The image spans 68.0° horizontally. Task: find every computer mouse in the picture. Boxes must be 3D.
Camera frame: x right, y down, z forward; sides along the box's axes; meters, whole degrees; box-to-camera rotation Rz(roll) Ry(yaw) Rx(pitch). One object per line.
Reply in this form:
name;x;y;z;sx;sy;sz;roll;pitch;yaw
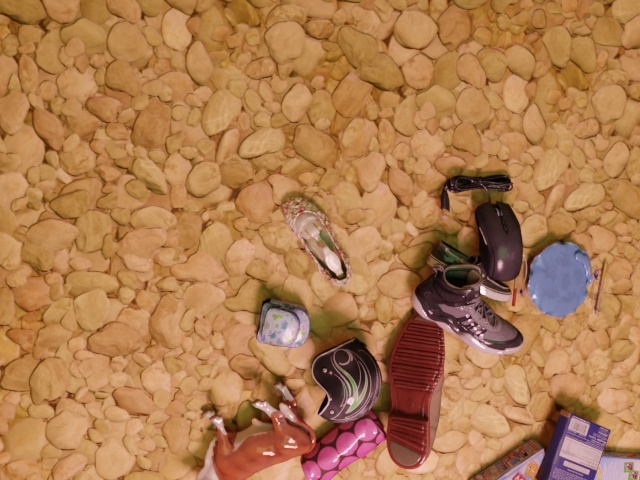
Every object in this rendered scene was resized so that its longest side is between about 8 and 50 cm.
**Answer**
computer mouse;0.370;-0.041;1.078;0.184;0.060;0.262;3;73;-4

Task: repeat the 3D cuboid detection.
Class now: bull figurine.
bull figurine;-0.170;0.461;1.077;0.310;0.101;0.189;-22;94;-3

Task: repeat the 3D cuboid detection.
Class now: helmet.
helmet;0.055;0.317;1.060;0.169;0.169;0.162;-25;79;-3

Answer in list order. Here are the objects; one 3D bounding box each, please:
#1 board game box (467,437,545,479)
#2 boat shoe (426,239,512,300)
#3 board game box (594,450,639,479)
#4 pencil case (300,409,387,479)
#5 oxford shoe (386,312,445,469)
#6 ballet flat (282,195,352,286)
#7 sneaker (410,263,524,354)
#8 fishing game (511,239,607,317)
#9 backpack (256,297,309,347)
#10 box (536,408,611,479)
board game box;0.503;0.603;1.175;0.194;0.060;0.194;44;90;-7
boat shoe;0.359;0.071;1.107;0.219;0.078;0.070;26;108;-5
board game box;0.741;0.622;1.210;0.211;0.039;0.160;6;93;-7
pencil case;0.058;0.489;1.111;0.209;0.095;0.098;-34;133;-1
oxford shoe;0.230;0.342;1.118;0.122;0.130;0.348;8;78;29
ballet flat;0.000;0.000;1.074;0.091;0.077;0.241;-37;96;-1
sneaker;0.342;0.146;1.042;0.268;0.153;0.101;27;48;8
fishing game;0.579;0.093;1.158;0.263;0.041;0.189;3;94;-14
backpack;-0.082;0.193;1.076;0.114;0.084;0.105;11;95;-9
box;0.605;0.539;1.144;0.136;0.036;0.225;25;81;-14
